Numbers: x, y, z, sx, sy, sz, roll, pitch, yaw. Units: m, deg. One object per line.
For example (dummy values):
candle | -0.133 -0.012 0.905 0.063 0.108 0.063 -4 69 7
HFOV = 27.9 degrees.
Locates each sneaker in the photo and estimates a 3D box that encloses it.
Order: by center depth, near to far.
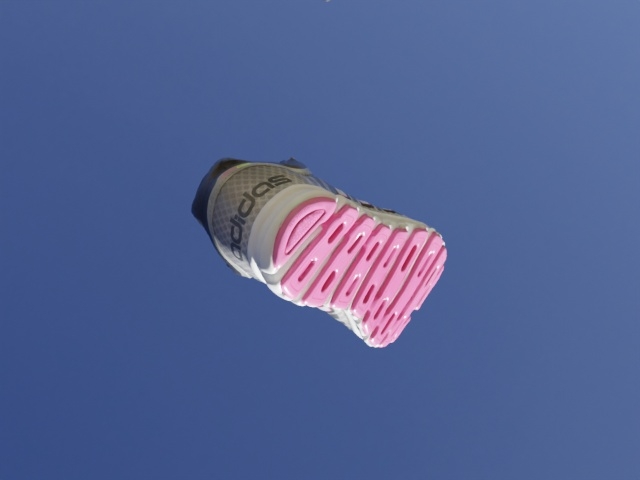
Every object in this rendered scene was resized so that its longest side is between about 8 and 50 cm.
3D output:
sneaker | 0.000 0.000 0.589 0.075 0.063 0.170 33 -176 29
